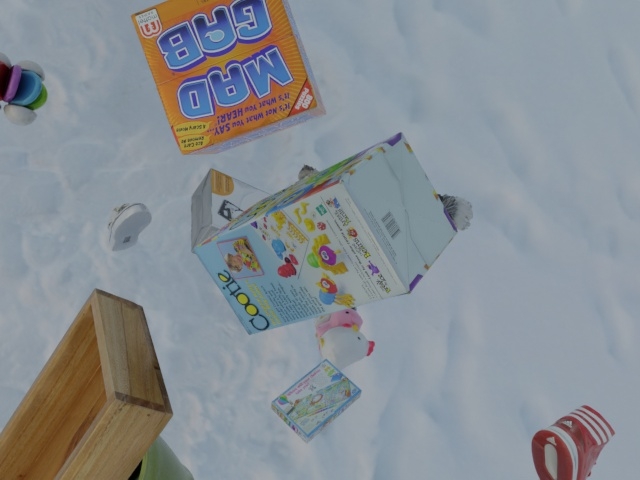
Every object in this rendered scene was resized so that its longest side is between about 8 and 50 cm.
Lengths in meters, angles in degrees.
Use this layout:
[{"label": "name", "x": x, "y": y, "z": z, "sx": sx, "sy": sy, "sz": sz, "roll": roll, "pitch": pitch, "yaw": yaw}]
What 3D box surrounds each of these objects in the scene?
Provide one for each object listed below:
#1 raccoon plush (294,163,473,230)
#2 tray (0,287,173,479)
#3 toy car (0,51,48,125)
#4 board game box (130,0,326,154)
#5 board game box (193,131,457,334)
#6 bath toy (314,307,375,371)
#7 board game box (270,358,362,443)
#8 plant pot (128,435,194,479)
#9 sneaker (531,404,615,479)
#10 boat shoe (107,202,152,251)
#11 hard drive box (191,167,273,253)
[{"label": "raccoon plush", "x": 0.121, "y": -0.069, "z": 1.694, "sx": 0.446, "sy": 0.299, "sz": 0.216, "roll": 7, "pitch": 108, "yaw": -12}, {"label": "tray", "x": -0.323, "y": 0.279, "z": 0.772, "sx": 0.076, "sy": 0.203, "sz": 0.411, "roll": 29, "pitch": 104, "yaw": -34}, {"label": "toy car", "x": -0.743, "y": -0.371, "z": 1.587, "sx": 0.182, "sy": 0.136, "sz": 0.159, "roll": 13, "pitch": 77, "yaw": -23}, {"label": "board game box", "x": -0.217, "y": -0.450, "z": 1.754, "sx": 0.356, "sy": 0.356, "sz": 0.356, "roll": -18, "pitch": 96, "yaw": 6}, {"label": "board game box", "x": 0.000, "y": 0.000, "z": 0.825, "sx": 0.142, "sy": 0.275, "sz": 0.144, "roll": -43, "pitch": 106, "yaw": -45}, {"label": "bath toy", "x": 0.052, "y": 0.217, "z": 1.647, "sx": 0.129, "sy": 0.348, "sz": 0.151, "roll": -7, "pitch": 99, "yaw": -3}, {"label": "board game box", "x": -0.007, "y": 0.315, "z": 1.325, "sx": 0.154, "sy": 0.103, "sz": 0.026, "roll": -33, "pitch": 148, "yaw": -33}, {"label": "plant pot", "x": -0.481, "y": 0.604, "z": 1.612, "sx": 0.366, "sy": 0.366, "sz": 0.353, "roll": -54, "pitch": 143, "yaw": -16}, {"label": "sneaker", "x": 0.355, "y": 0.323, "z": 0.919, "sx": 0.128, "sy": 0.087, "sz": 0.221, "roll": -24, "pitch": 128, "yaw": -27}, {"label": "boat shoe", "x": -0.513, "y": -0.053, "z": 1.760, "sx": 0.096, "sy": 0.267, "sz": 0.088, "roll": -18, "pitch": 79, "yaw": -26}, {"label": "hard drive box", "x": -0.145, "y": -0.024, "z": 1.382, "sx": 0.232, "sy": 0.181, "sz": 0.089, "roll": 23, "pitch": 125, "yaw": -29}]
